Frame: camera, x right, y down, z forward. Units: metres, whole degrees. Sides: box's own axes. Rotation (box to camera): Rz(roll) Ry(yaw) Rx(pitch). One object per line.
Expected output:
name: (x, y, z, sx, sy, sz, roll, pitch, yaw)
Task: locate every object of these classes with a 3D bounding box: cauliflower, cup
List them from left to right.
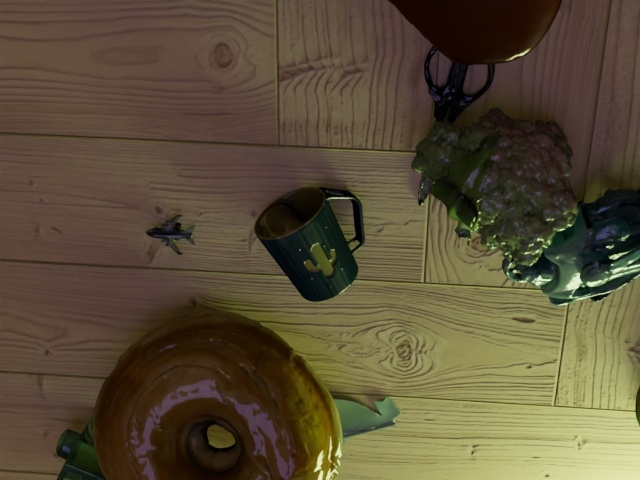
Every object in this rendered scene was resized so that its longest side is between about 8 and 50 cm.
cup: (0.000, 0.000, 1.859, 0.176, 0.131, 0.155, -32, 119, -6)
cauliflower: (0.264, -0.080, 1.747, 0.257, 0.238, 0.315, 14, 161, 0)

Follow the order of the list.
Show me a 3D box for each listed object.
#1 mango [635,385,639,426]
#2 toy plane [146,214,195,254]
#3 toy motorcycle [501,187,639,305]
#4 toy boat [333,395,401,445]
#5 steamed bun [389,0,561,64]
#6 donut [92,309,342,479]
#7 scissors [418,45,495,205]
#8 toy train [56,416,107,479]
mango: (0.621, 0.288, 1.969, 0.130, 0.092, 0.194, -5, 128, 7)
toy plane: (-0.257, -0.012, 1.921, 0.083, 0.031, 0.078, 6, 120, 2)
toy motorcycle: (0.442, 0.018, 1.806, 0.206, 0.154, 0.260, 29, 129, -37)
toy boat: (0.008, 0.358, 2.092, 0.291, 0.067, 0.220, -15, 116, 11)
steamed bun: (0.190, -0.435, 1.507, 0.379, 0.235, 0.248, 42, 121, -16)
donut: (-0.183, 0.345, 1.954, 0.449, 0.198, 0.448, 0, 92, 7)
scissors: (0.193, -0.181, 1.780, 0.109, 0.022, 0.300, 15, 121, 2)
toy train: (-0.379, 0.453, 2.114, 0.272, 0.188, 0.159, 25, 119, -7)
